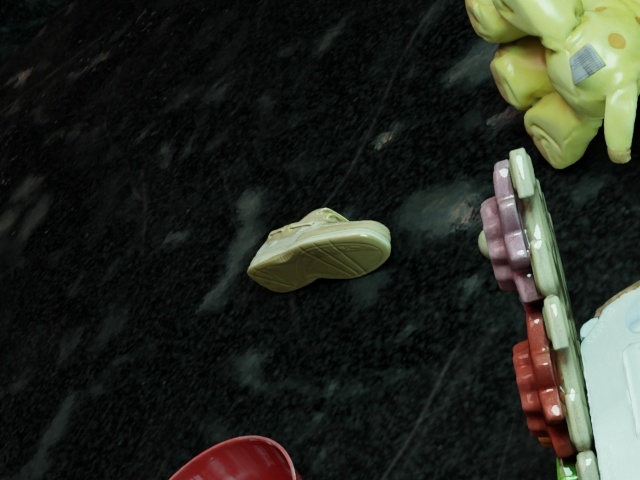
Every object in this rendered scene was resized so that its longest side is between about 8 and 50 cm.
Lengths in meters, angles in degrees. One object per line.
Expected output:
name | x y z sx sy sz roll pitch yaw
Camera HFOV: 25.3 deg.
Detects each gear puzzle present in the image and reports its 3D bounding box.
gear puzzle | 0.133 0.130 0.772 0.044 0.175 0.339 -13 76 10

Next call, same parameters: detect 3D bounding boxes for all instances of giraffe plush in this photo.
giraffe plush | 0.236 -0.167 1.085 0.170 0.181 0.210 -29 15 -11

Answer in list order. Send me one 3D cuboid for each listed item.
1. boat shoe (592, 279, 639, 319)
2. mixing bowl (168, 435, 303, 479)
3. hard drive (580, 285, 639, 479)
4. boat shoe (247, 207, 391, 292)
boat shoe | 0.218 0.115 0.774 0.122 0.120 0.324 -40 30 14
mixing bowl | -0.056 0.240 1.008 0.181 0.098 0.181 -32 32 24
hard drive | 0.271 0.046 0.590 0.339 0.064 0.237 -34 29 26
boat shoe | 0.000 0.000 1.269 0.170 0.063 0.059 -14 48 46
